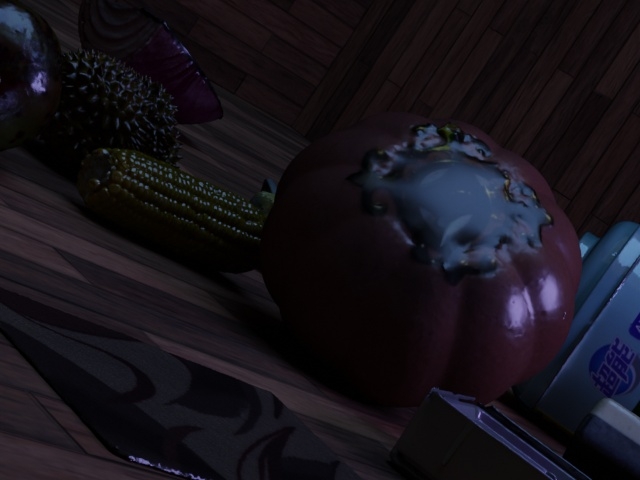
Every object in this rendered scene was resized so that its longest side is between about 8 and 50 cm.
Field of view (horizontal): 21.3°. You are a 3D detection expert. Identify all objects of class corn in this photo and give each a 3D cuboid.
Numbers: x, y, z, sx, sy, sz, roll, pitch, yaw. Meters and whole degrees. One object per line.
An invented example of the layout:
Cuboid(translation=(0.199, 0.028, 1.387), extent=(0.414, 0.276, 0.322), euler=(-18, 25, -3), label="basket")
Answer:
Cuboid(translation=(-0.134, -0.026, 1.622), extent=(0.238, 0.080, 0.080), euler=(24, 10, -41), label="corn")

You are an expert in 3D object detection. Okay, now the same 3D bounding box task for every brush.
Cuboid(translation=(-0.072, -0.044, 2.251), extent=(0.060, 0.068, 0.297), euler=(10, 7, -12), label="brush")

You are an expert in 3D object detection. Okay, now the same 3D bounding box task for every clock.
Cuboid(translation=(0.163, 0.203, 1.369), extent=(0.192, 0.071, 0.147), euler=(36, 6, 23), label="clock")

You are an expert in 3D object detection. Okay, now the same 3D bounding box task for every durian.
Cuboid(translation=(-0.219, -0.124, 1.721), extent=(0.168, 0.137, 0.158), euler=(45, -11, 24), label="durian")

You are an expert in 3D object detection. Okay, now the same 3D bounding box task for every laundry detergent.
Cuboid(translation=(0.406, 0.146, 2.106), extent=(0.305, 0.287, 0.287), euler=(35, 6, 10), label="laundry detergent")

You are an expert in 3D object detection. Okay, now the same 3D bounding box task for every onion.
Cuboid(translation=(-0.276, -0.250, 2.630), extent=(0.250, 0.111, 0.247), euler=(25, -25, 46), label="onion")

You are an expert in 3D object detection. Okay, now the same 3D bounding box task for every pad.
Cuboid(translation=(-0.074, 0.117, 1.122), extent=(0.330, 0.004, 0.220), euler=(27, 9, -48), label="pad")

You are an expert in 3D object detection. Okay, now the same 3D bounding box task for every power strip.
Cuboid(translation=(0.383, 0.275, 1.822), extent=(0.257, 0.070, 0.105), euler=(36, -25, 14), label="power strip")

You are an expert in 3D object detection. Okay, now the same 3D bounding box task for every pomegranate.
Cuboid(translation=(-0.296, -0.140, 1.482), extent=(0.148, 0.148, 0.169), euler=(33, -20, -4), label="pomegranate")

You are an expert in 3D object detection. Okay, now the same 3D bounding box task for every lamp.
Cuboid(translation=(0.089, 0.030, 1.595), extent=(0.305, 0.239, 0.305), euler=(9, 49, -10), label="lamp")
